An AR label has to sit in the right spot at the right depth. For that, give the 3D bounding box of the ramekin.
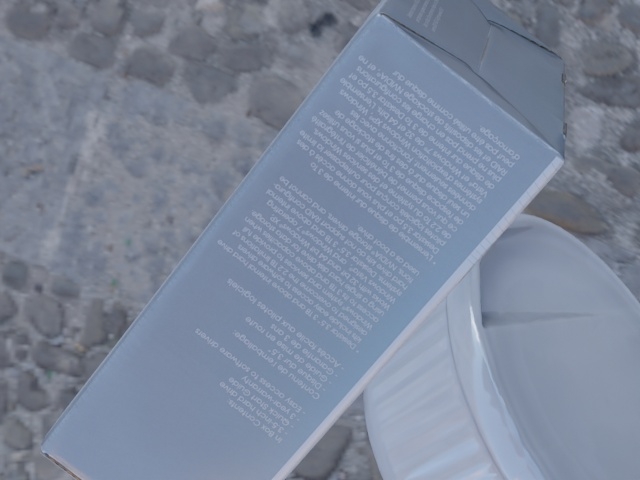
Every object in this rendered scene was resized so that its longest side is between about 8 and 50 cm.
[{"bbox_3d":[0.147,0.126,0.921,0.127,0.272,0.273,-33,70,33],"label":"ramekin"}]

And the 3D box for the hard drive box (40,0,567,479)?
[{"bbox_3d":[0.000,0.000,0.580,0.089,0.181,0.232,38,112,-4],"label":"hard drive box"}]
